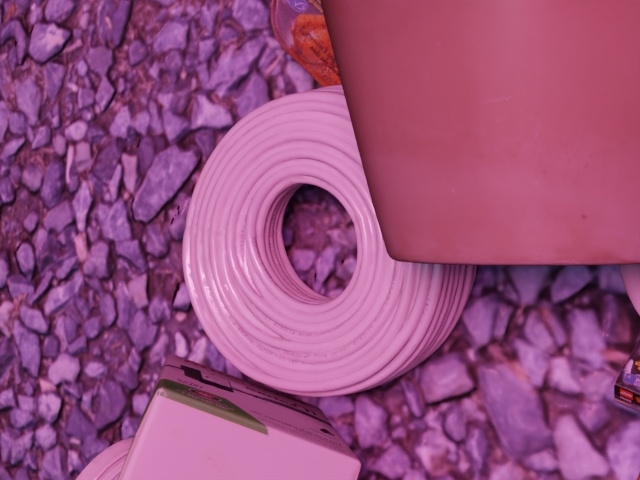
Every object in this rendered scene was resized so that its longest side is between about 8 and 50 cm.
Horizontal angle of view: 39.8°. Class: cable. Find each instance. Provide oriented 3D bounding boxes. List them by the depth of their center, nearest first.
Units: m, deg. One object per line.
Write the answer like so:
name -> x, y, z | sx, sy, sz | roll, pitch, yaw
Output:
cable -> 0.000, 0.000, 0.734 | 0.257, 0.089, 0.257 | -6, 91, 32

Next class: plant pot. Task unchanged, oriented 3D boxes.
plant pot -> 0.136, -0.127, 0.547 | 0.323, 0.323, 0.281 | -1, 90, 33

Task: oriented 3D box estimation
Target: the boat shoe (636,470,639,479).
boat shoe -> 0.240, 0.189, 0.594 | 0.059, 0.063, 0.170 | 21, 96, 38

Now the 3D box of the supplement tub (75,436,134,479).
supplement tub -> -0.118, 0.273, 0.770 | 0.199, 0.144, 0.144 | 26, 100, 32

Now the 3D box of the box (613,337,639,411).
box -> 0.275, 0.090, 0.574 | 0.137, 0.027, 0.094 | 22, 61, 32

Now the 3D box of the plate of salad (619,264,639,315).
plate of salad -> 0.298, -0.003, 0.577 | 0.199, 0.048, 0.200 | -11, 68, 29

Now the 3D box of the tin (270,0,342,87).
tin -> 0.032, -0.184, 0.781 | 0.190, 0.040, 0.106 | 49, 115, 26

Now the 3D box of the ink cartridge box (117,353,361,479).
ink cartridge box -> -0.067, 0.161, 0.683 | 0.153, 0.208, 0.087 | 21, 86, -8
